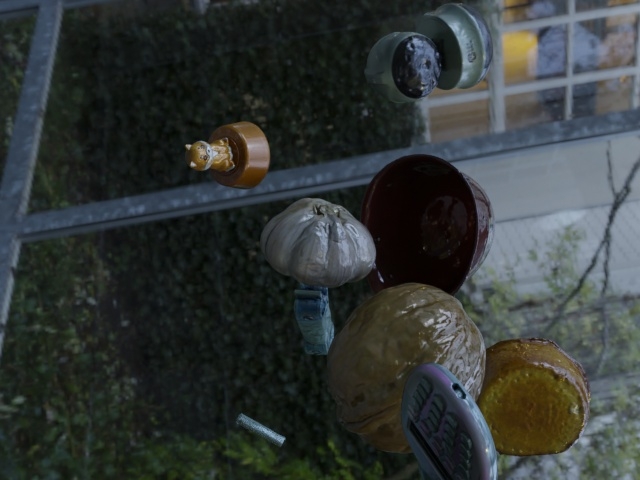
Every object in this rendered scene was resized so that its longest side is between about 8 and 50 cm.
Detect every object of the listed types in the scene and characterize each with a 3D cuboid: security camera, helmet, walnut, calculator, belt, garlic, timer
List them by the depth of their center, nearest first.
[{"bbox_3d":[0.170,0.276,1.049,0.185,0.041,0.299,53,-21,36],"label":"calculator"},{"bbox_3d":[0.156,0.235,1.442,0.252,0.313,0.277,42,-10,48],"label":"walnut"},{"bbox_3d":[-0.191,-0.158,1.459,0.152,0.132,0.132,-9,89,-51],"label":"timer"},{"bbox_3d":[0.000,0.001,1.505,0.228,0.227,0.152,-97,-164,-73],"label":"garlic"},{"bbox_3d":[-0.013,0.175,1.728,0.302,0.072,0.087,81,17,-61],"label":"belt"},{"bbox_3d":[0.229,-0.408,1.748,0.191,0.277,0.197,27,-44,58],"label":"security camera"},{"bbox_3d":[0.287,-0.018,1.899,0.230,0.337,0.385,-7,110,-48],"label":"helmet"}]

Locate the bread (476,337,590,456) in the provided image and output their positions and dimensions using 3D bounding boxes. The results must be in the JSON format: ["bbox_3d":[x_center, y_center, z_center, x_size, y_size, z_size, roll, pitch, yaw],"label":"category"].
[{"bbox_3d":[0.507,0.385,1.897,0.172,0.312,0.312,-62,144,-75],"label":"bread"}]

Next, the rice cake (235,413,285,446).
[{"bbox_3d":[-0.137,0.434,1.780,0.021,0.121,0.022,-59,-178,35],"label":"rice cake"}]
